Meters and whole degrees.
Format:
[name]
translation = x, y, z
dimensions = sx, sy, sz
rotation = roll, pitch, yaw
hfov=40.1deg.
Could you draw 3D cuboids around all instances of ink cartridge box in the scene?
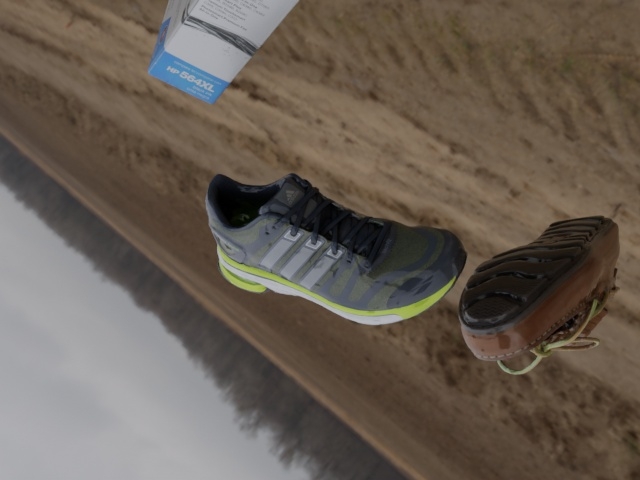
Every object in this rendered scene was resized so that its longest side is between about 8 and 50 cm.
[ink cartridge box]
translation = -0.089, -0.263, 0.912
dimensions = 0.085, 0.148, 0.203
rotation = 26, 143, -24

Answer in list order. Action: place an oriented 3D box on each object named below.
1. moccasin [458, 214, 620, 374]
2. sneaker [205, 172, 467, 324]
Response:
[moccasin]
translation = 0.264, 0.072, 1.013
dimensions = 0.380, 0.139, 0.147
rotation = -22, -79, -63
[sneaker]
translation = 0.000, 0.000, 0.877
dimensions = 0.299, 0.111, 0.121
rotation = 6, 142, 30
